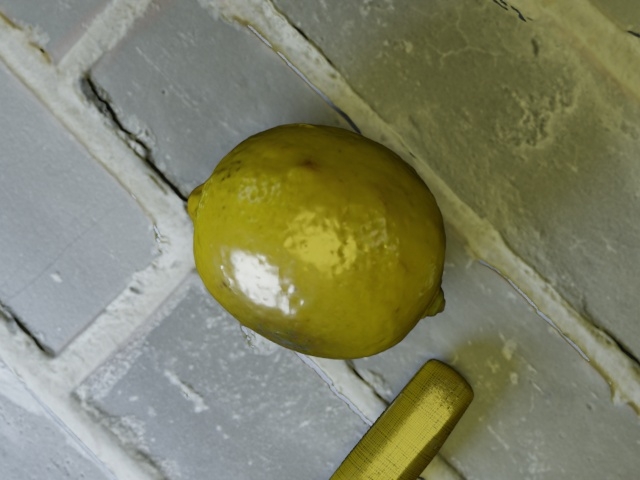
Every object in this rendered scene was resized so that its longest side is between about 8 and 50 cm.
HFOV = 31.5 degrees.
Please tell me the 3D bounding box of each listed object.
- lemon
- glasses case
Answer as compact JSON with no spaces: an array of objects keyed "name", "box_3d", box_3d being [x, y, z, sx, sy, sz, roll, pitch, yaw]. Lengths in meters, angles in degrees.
[{"name":"lemon","box_3d":[-0.002,-0.001,1.232,0.284,0.260,0.260,28,94,26]},{"name":"glasses case","box_3d":[0.087,0.244,1.323,0.079,0.064,0.234,39,95,4]}]
